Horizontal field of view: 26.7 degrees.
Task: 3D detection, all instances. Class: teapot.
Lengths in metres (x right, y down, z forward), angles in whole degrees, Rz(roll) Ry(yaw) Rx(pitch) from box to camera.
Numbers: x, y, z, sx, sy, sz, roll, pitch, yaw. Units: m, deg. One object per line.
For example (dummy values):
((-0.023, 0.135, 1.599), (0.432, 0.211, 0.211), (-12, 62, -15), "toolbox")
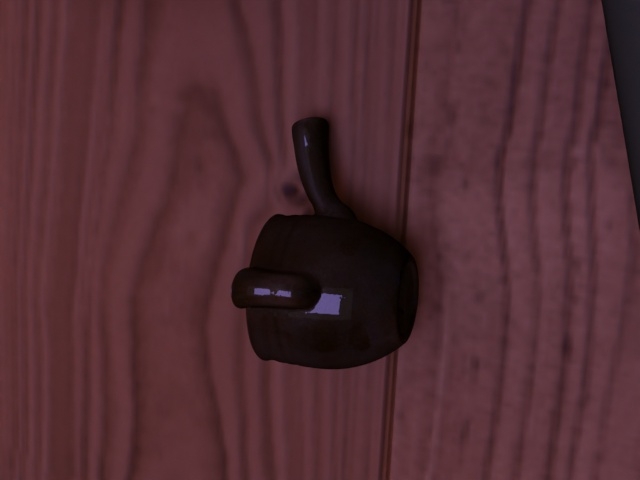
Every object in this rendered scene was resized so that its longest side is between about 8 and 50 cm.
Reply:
((0.000, 0.000, 0.585), (0.080, 0.085, 0.110), (5, 85, 18), "teapot")

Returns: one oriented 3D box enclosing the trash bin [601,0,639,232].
((0.205, -0.055, 0.421), (0.222, 0.158, 0.344), (-1, 110, 26), "trash bin")
